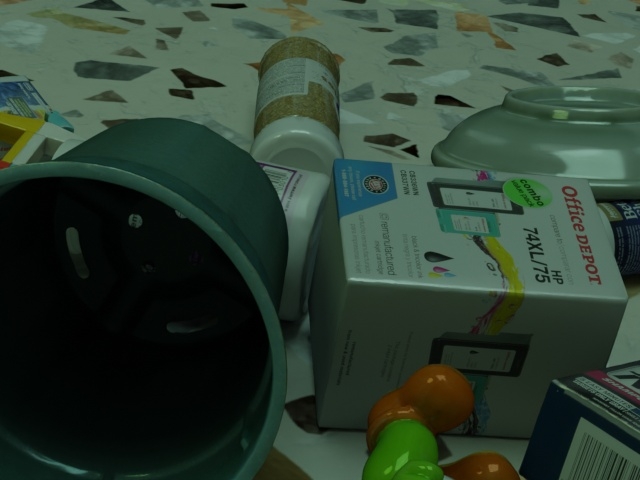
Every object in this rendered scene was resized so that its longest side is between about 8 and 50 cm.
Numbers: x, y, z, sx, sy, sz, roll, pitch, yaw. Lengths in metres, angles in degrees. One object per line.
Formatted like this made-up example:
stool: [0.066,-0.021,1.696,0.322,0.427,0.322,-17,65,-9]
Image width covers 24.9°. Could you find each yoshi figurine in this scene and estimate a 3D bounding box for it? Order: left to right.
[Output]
yoshi figurine: [0.100,0.251,1.127,0.203,0.203,0.362,17,31,4]

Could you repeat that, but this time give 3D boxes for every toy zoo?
toy zoo: [-0.374,-0.075,1.733,0.192,0.030,0.293,16,36,4]

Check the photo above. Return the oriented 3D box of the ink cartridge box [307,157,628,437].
ink cartridge box: [0.137,0.060,1.455,0.270,0.197,0.198,4,39,-8]

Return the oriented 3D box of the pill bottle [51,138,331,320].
pill bottle: [-0.147,-0.021,1.600,0.301,0.169,0.169,13,28,9]

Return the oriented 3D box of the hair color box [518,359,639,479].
hair color box: [0.364,0.186,1.342,0.347,0.105,0.174,-5,29,-44]

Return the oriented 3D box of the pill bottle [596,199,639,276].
pill bottle: [0.351,-0.001,1.764,0.169,0.094,0.094,-7,31,-25]

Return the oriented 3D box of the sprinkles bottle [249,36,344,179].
sprinkles bottle: [-0.031,-0.161,1.941,0.121,0.121,0.355,6,28,-3]

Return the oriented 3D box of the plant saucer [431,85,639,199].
plant saucer: [0.348,-0.143,1.928,0.400,0.100,0.400,0,14,0]

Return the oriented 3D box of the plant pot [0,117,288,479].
plant pot: [-0.174,0.048,1.325,0.341,0.341,0.334,10,20,5]

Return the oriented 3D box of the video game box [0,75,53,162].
video game box: [-0.447,-0.155,1.907,0.187,0.048,0.205,-11,33,-26]
